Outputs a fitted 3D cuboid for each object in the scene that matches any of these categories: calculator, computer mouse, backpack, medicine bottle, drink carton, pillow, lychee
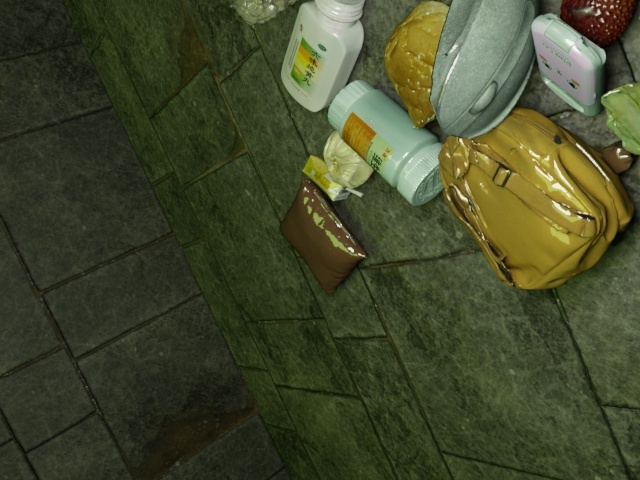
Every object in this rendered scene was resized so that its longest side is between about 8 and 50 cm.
[{"bbox_3d":[0.431,-0.298,1.060,0.141,0.045,0.246,51,-170,26],"label":"calculator"},{"bbox_3d":[0.302,-0.358,1.073,0.114,0.203,0.373,11,85,42],"label":"computer mouse"},{"bbox_3d":[0.411,-0.097,1.213,0.378,0.201,0.353,54,148,8],"label":"backpack"},{"bbox_3d":[0.168,-0.241,1.481,0.318,0.158,0.158,47,145,22],"label":"medicine bottle"},{"bbox_3d":[0.042,-0.168,1.787,0.200,0.084,0.074,47,122,24],"label":"drink carton"},{"bbox_3d":[0.000,0.000,1.941,0.307,0.108,0.305,53,148,13],"label":"pillow"},{"bbox_3d":[0.009,-0.493,1.550,0.179,0.124,0.324,51,145,16],"label":"medicine bottle"},{"bbox_3d":[0.457,-0.383,1.015,0.123,0.123,0.129,38,157,33],"label":"lychee"}]

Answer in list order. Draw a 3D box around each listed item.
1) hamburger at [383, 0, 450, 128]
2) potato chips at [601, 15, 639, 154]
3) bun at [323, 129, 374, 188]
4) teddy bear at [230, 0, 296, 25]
[{"bbox_3d":[0.243,-0.387,1.296,0.211,0.133,0.309,56,149,4],"label":"hamburger"},{"bbox_3d":[0.639,-0.209,0.902,0.389,0.097,0.373,39,142,26],"label":"potato chips"},{"bbox_3d":[0.076,-0.227,1.664,0.164,0.111,0.188,55,143,7],"label":"bun"},{"bbox_3d":[-0.139,-0.758,1.484,0.367,0.225,0.357,51,132,20],"label":"teddy bear"}]
